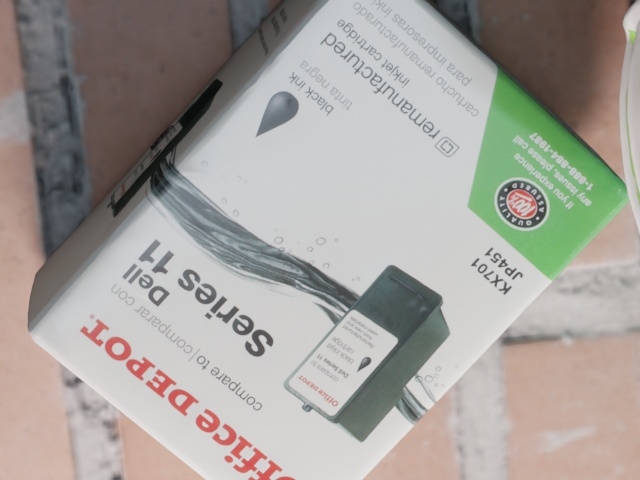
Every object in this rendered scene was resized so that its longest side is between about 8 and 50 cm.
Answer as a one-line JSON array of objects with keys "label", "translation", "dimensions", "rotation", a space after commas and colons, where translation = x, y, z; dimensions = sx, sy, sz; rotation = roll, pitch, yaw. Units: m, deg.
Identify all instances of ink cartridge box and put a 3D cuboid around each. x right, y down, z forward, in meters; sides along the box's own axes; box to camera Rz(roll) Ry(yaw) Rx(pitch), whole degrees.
[{"label": "ink cartridge box", "translation": [0.000, 0.000, 0.770], "dimensions": [0.153, 0.087, 0.208], "rotation": [40, 99, -13]}]

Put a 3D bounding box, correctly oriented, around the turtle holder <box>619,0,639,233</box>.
[{"label": "turtle holder", "translation": [0.212, -0.023, 0.682], "dimensions": [0.320, 0.243, 0.227], "rotation": [-37, 84, -32]}]
